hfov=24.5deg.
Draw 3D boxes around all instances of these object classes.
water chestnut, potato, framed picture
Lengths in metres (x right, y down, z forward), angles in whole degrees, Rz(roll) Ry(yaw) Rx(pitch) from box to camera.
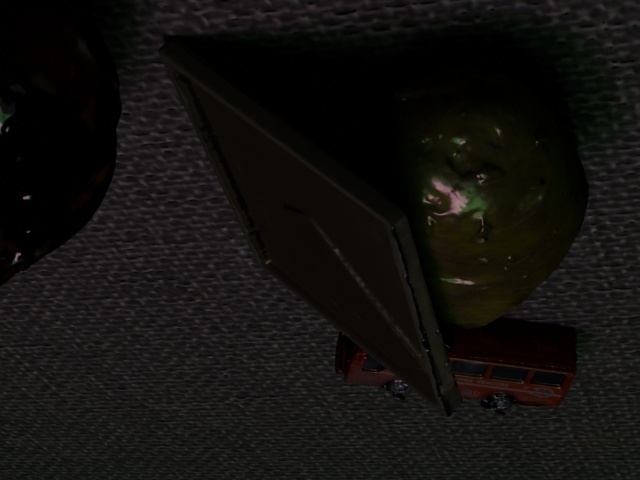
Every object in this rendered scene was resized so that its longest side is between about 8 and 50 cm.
[{"bbox_3d":[-0.264,-0.063,1.002,0.300,0.300,0.300,5,152,3],"label":"water chestnut"},{"bbox_3d":[0.114,-0.029,1.138,0.176,0.141,0.298,18,158,10],"label":"potato"},{"bbox_3d":[0.000,0.000,1.177,0.247,0.022,0.335,38,165,28],"label":"framed picture"}]

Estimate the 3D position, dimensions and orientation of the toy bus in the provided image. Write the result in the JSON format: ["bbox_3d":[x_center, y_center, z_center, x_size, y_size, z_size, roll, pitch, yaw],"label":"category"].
[{"bbox_3d":[0.135,0.114,1.472,0.234,0.074,0.096,9,142,-7],"label":"toy bus"}]
